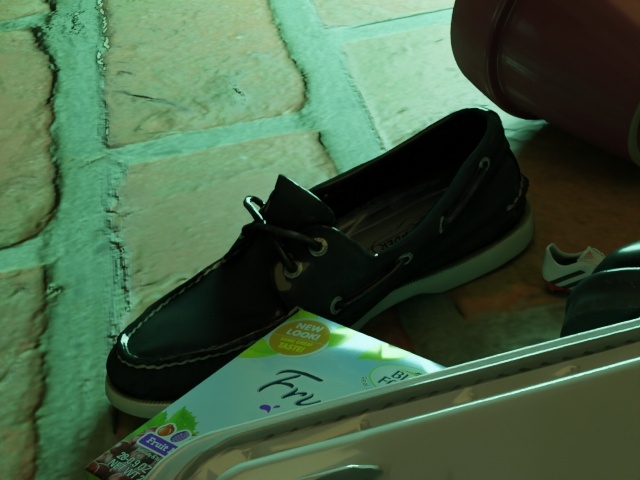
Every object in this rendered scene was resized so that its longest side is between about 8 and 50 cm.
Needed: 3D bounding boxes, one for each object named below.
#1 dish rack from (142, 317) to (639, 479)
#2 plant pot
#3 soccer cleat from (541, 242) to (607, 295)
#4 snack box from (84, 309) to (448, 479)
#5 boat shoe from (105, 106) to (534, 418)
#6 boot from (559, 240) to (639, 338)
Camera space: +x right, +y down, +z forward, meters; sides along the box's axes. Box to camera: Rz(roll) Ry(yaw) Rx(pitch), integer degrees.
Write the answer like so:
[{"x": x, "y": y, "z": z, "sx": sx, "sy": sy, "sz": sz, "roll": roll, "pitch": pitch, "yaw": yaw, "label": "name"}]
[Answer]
[{"x": 0.115, "y": 0.158, "z": 0.440, "sx": 0.333, "sy": 0.072, "sz": 0.285, "roll": -13, "pitch": 66, "yaw": -15, "label": "dish rack"}, {"x": 0.234, "y": -0.157, "z": 0.995, "sx": 0.201, "sy": 0.201, "sz": 0.180, "roll": -23, "pitch": 49, "yaw": -22, "label": "plant pot"}, {"x": 0.186, "y": 0.022, "z": 0.838, "sx": 0.083, "sy": 0.035, "sz": 0.029, "roll": 10, "pitch": 35, "yaw": 29, "label": "soccer cleat"}, {"x": 0.011, "y": 0.132, "z": 0.664, "sx": 0.207, "sy": 0.070, "sz": 0.174, "roll": 21, "pitch": 42, "yaw": 38, "label": "snack box"}, {"x": 0.003, "y": 0.001, "z": 0.841, "sx": 0.340, "sy": 0.113, "sz": 0.127, "roll": -22, "pitch": 34, "yaw": -22, "label": "boat shoe"}, {"x": 0.359, "y": -0.068, "z": 0.724, "sx": 0.367, "sy": 0.146, "sz": 0.445, "roll": 13, "pitch": 55, "yaw": 12, "label": "boot"}]
